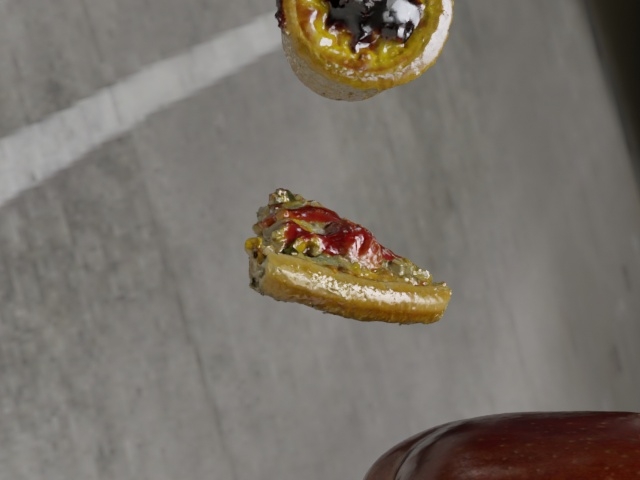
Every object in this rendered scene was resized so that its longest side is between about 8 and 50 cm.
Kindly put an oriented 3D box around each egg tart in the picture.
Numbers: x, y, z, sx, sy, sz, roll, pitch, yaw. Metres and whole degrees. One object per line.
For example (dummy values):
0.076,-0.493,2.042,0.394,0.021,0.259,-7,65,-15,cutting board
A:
0.040,-0.257,2.073,0.171,0.215,0.215,126,-43,-70,egg tart

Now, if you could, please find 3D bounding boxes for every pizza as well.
0.000,0.000,1.422,0.188,0.062,0.199,12,19,-35,pizza

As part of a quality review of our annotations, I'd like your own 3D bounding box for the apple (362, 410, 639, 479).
0.171,0.243,1.122,0.288,0.317,0.288,-170,-90,-86,apple
